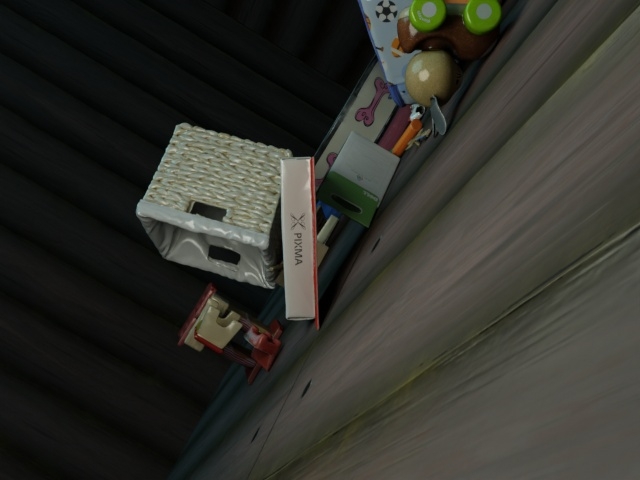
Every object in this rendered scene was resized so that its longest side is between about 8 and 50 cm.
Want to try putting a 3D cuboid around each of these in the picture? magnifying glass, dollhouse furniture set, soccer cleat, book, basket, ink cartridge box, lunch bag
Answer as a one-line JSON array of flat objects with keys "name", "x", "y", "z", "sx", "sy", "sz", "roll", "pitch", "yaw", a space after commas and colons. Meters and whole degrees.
[{"name": "magnifying glass", "x": 0.140, "y": -0.162, "z": 1.444, "sx": 0.092, "sy": 0.026, "sz": 0.231, "roll": -61, "pitch": 5, "yaw": -33}, {"name": "dollhouse furniture set", "x": -0.194, "y": 0.224, "z": 1.597, "sx": 0.152, "sy": 0.201, "sz": 0.374, "roll": -59, "pitch": 10, "yaw": -1}, {"name": "soccer cleat", "x": 0.199, "y": -0.265, "z": 1.481, "sx": 0.035, "sy": 0.029, "sz": 0.083, "roll": -44, "pitch": 15, "yaw": 40}, {"name": "book", "x": 0.000, "y": 0.000, "z": 1.992, "sx": 0.144, "sy": 0.035, "sz": 0.096, "roll": -59, "pitch": -1, "yaw": -3}, {"name": "basket", "x": -0.236, "y": -0.076, "z": 1.836, "sx": 0.331, "sy": 0.328, "sz": 0.266, "roll": 90, "pitch": -164, "yaw": -68}, {"name": "ink cartridge box", "x": -0.036, "y": -0.002, "z": 1.228, "sx": 0.239, "sy": 0.060, "sz": 0.275, "roll": -98, "pitch": 6, "yaw": -85}, {"name": "ink cartridge box", "x": 0.061, "y": -0.099, "z": 1.337, "sx": 0.062, "sy": 0.109, "sz": 0.209, "roll": -56, "pitch": 5, "yaw": 47}, {"name": "lunch bag", "x": 0.155, "y": -0.394, "z": 1.302, "sx": 0.115, "sy": 0.303, "sz": 0.243, "roll": -10, "pitch": 28, "yaw": 19}]

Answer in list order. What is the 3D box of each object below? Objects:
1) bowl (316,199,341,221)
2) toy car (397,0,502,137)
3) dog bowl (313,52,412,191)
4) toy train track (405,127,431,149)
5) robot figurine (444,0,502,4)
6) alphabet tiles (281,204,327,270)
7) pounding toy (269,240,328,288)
[{"name": "bowl", "x": 0.088, "y": -0.212, "z": 2.167, "sx": 0.391, "sy": 0.077, "sz": 0.391, "roll": -58, "pitch": 4, "yaw": 6}, {"name": "toy car", "x": 0.183, "y": -0.246, "z": 1.070, "sx": 0.155, "sy": 0.149, "sz": 0.188, "roll": -59, "pitch": -28, "yaw": -86}, {"name": "dog bowl", "x": 0.102, "y": -0.260, "z": 1.798, "sx": 0.408, "sy": 0.150, "sz": 0.408, "roll": -59, "pitch": 3, "yaw": 5}, {"name": "toy train track", "x": 0.168, "y": -0.170, "z": 1.228, "sx": 0.048, "sy": 0.014, "sz": 0.083, "roll": -53, "pitch": 8, "yaw": -13}, {"name": "robot figurine", "x": 0.270, "y": -0.458, "z": 1.304, "sx": 0.158, "sy": 0.128, "sz": 0.219, "roll": -52, "pitch": 6, "yaw": 33}, {"name": "alphabet tiles", "x": -0.043, "y": 0.011, "z": 1.965, "sx": 0.198, "sy": 0.009, "sz": 0.237, "roll": -57, "pitch": -16, "yaw": -10}, {"name": "pounding toy", "x": -0.063, "y": 0.061, "z": 1.794, "sx": 0.141, "sy": 0.100, "sz": 0.130, "roll": -61, "pitch": 3, "yaw": -27}]
